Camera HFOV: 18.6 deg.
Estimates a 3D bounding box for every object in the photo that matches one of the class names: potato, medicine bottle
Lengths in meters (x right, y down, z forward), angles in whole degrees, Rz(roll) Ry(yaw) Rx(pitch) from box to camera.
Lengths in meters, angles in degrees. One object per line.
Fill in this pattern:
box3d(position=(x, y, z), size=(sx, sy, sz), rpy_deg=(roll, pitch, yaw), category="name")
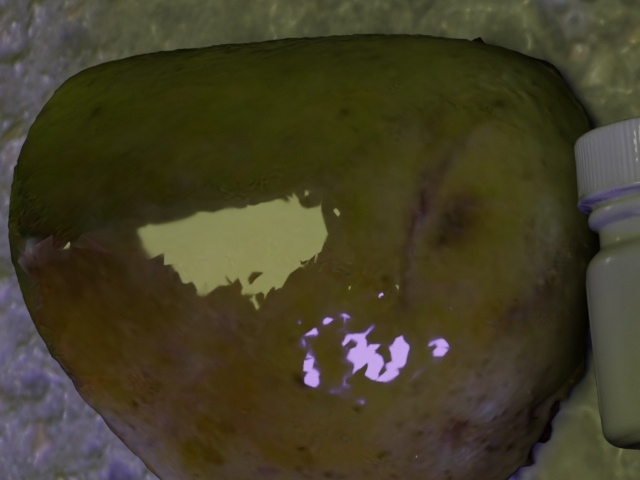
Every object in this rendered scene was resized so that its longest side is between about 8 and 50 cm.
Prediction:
box3d(position=(0.000, 0.000, 1.104), size=(0.280, 0.213, 0.330), rpy_deg=(-21, 74, 31), category="potato")
box3d(position=(0.192, 0.023, 1.033), size=(0.105, 0.105, 0.168), rpy_deg=(-12, 77, 33), category="medicine bottle")
